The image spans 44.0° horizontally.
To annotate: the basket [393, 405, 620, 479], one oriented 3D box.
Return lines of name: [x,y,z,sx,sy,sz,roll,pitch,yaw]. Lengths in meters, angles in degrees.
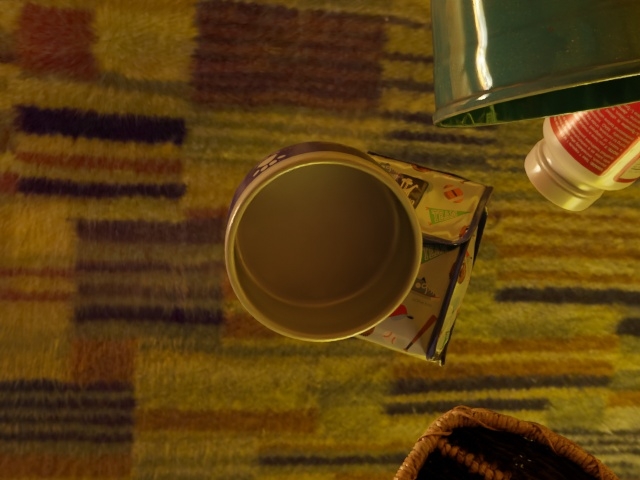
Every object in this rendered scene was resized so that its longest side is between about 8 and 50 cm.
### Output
basket: [0.229,0.320,0.878,0.299,0.223,0.213,31,91,18]

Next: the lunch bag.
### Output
lunch bag: [0.151,0.023,1.637,0.328,0.239,0.385,18,83,17]

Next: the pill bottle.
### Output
pill bottle: [0.600,-0.250,1.587,0.229,0.229,0.407,17,137,-18]

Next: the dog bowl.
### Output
dog bowl: [0.000,0.000,1.095,0.265,0.104,0.264,-2,110,-7]

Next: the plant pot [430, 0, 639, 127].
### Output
plant pot: [0.211,-0.243,0.660,0.272,0.272,0.255,-9,93,-12]
